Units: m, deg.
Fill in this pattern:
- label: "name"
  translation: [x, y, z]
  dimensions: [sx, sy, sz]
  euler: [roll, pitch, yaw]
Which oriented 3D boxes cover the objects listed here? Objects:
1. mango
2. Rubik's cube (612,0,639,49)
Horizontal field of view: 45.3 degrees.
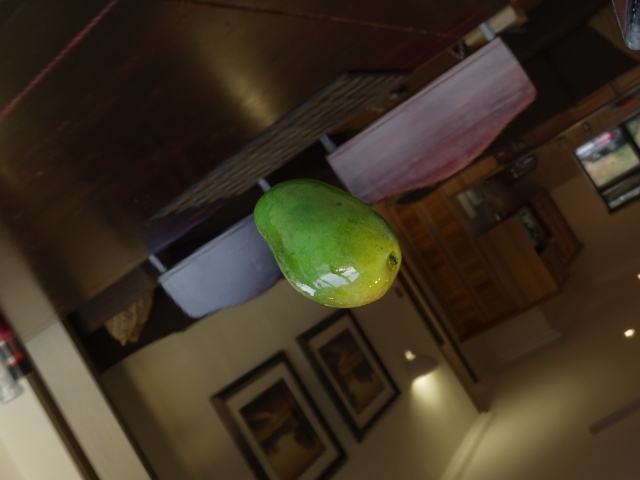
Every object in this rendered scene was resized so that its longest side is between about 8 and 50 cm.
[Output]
- label: "mango"
  translation: [0.000, 0.000, 1.565]
  dimensions: [0.201, 0.382, 0.225]
  euler: [6, 110, -50]
- label: "Rubik's cube"
  translation: [0.452, -0.411, 0.777]
  dimensions: [0.301, 0.305, 0.303]
  euler: [-4, -133, 13]
